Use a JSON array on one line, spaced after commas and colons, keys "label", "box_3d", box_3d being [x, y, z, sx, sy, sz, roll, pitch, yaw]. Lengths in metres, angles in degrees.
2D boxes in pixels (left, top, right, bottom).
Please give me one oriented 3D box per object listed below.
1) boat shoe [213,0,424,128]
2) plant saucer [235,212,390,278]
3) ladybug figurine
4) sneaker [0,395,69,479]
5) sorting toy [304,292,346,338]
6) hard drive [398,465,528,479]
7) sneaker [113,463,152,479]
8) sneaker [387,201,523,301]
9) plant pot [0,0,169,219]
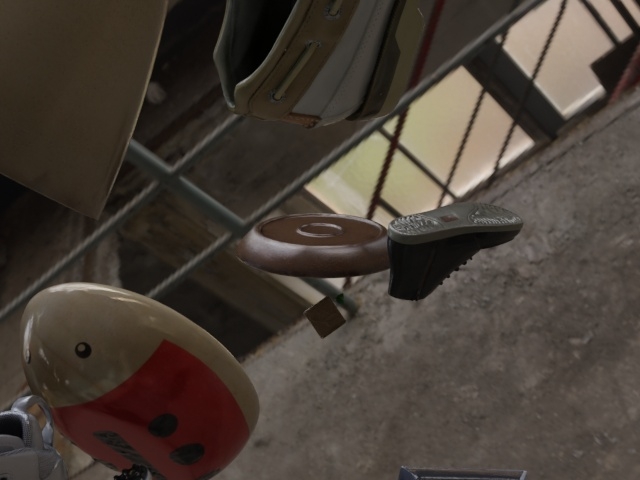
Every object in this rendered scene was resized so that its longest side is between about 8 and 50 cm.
[{"label": "boat shoe", "box_3d": [0.004, -0.180, 0.457, 0.302, 0.103, 0.113, 97, 152, -43]}, {"label": "plant saucer", "box_3d": [0.000, 0.000, 1.629, 0.311, 0.311, 0.050, 23, 116, 54]}, {"label": "ladybug figurine", "box_3d": [-0.263, 0.236, 1.305, 0.305, 0.449, 0.161, -13, 47, 27]}, {"label": "sneaker", "box_3d": [-0.346, 0.281, 0.740, 0.138, 0.210, 0.366, 9, 22, 31]}, {"label": "sorting toy", "box_3d": [0.019, 0.135, 1.640, 0.083, 0.062, 0.012, -34, -6, -13]}, {"label": "hard drive", "box_3d": [0.168, 0.393, 1.021, 0.054, 0.172, 0.254, 92, 180, -77]}, {"label": "sneaker", "box_3d": [-0.265, 0.407, 1.138, 0.085, 0.086, 0.237, -9, 55, 42]}, {"label": "sneaker", "box_3d": [0.196, 0.015, 1.331, 0.083, 0.222, 0.118, -127, 35, -54]}, {"label": "plant pot", "box_3d": [-0.249, -0.198, 0.811, 0.256, 0.257, 0.274, 25, 84, 54]}]
